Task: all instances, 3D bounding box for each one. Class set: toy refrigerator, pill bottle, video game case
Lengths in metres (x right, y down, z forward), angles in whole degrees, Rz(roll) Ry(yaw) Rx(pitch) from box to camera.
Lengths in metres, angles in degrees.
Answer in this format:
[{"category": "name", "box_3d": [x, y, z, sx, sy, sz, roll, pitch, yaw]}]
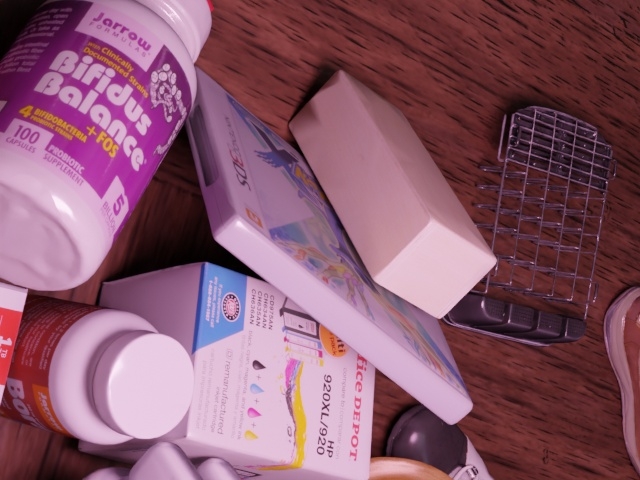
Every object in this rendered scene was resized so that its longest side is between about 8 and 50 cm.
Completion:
[{"category": "toy refrigerator", "box_3d": [0.065, -0.048, 1.744, 0.102, 0.269, 0.094, 31, 110, -39]}, {"category": "pill bottle", "box_3d": [-0.212, -0.116, 1.543, 0.169, 0.169, 0.301, 51, 48, -31]}, {"category": "pill bottle", "box_3d": [-0.212, 0.117, 1.551, 0.121, 0.216, 0.121, -4, 96, -40]}, {"category": "video game case", "box_3d": [0.000, 0.000, 1.680, 0.036, 0.300, 0.329, -42, 121, 14]}]

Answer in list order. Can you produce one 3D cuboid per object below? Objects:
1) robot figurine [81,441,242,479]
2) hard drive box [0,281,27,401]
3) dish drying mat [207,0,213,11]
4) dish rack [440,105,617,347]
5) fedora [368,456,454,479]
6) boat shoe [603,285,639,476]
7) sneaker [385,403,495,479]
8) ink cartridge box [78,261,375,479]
[{"category": "robot figurine", "box_3d": [-0.196, 0.347, 1.555, 0.300, 0.200, 0.353, 28, 107, -45]}, {"category": "hard drive box", "box_3d": [-0.389, 0.098, 1.484, 0.232, 0.089, 0.181, 16, 84, -41]}, {"category": "dish drying mat", "box_3d": [-0.142, -0.223, 1.717, 0.083, 0.008, 0.032, -40, 119, -32]}, {"category": "dish rack", "box_3d": [0.251, -0.017, 2.033, 0.208, 0.074, 0.271, 15, 83, -42]}, {"category": "fedora", "box_3d": [0.069, 0.305, 1.875, 0.194, 0.079, 0.194, -2, 107, -6]}, {"category": "boat shoe", "box_3d": [0.455, 0.212, 2.195, 0.123, 0.116, 0.324, -37, 117, -32]}, {"category": "sneaker", "box_3d": [0.190, 0.326, 1.965, 0.122, 0.146, 0.330, -41, 117, -29]}, {"category": "ink cartridge box", "box_3d": [-0.084, 0.139, 1.676, 0.233, 0.168, 0.171, 21, 67, -40]}]
